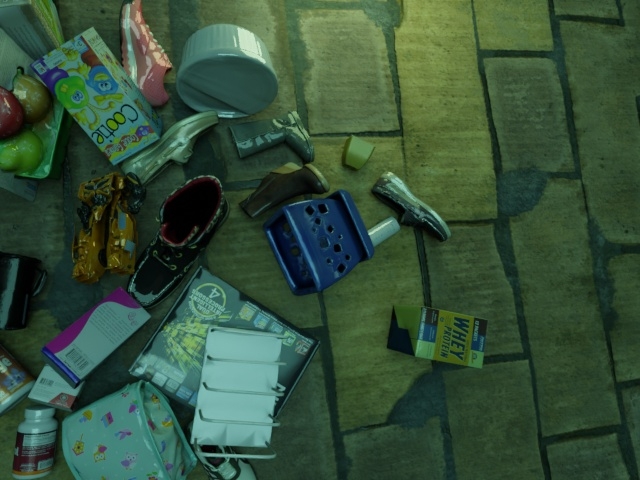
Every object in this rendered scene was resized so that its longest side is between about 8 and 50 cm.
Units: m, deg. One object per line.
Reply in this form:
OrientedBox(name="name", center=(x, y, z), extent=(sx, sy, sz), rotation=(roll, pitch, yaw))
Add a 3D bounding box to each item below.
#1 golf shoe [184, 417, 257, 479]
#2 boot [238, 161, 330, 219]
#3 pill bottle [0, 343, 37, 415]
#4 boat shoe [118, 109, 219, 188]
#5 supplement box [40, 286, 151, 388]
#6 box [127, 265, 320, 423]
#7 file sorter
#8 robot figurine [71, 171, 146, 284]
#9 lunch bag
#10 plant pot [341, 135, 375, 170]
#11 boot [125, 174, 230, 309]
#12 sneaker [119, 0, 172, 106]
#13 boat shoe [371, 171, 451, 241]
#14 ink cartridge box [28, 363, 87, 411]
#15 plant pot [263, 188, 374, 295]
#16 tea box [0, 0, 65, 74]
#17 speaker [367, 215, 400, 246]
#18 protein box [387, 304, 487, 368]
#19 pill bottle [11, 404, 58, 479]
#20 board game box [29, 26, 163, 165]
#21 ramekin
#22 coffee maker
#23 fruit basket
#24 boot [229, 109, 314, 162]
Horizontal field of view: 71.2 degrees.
OrientedBox(name="golf shoe", center=(-0.257, 0.577, 1.148), extent=(0.105, 0.120, 0.273), rotation=(-38, 94, -17))
OrientedBox(name="boot", center=(-0.103, -0.121, 1.226), extent=(0.207, 0.248, 0.090), rotation=(-42, 124, -12))
OrientedBox(name="pill bottle", center=(-0.791, 0.305, 1.051), extent=(0.121, 0.121, 0.216), rotation=(-43, 94, -15))
OrientedBox(name="boat shoe", center=(-0.399, -0.250, 1.232), extent=(0.302, 0.109, 0.098), rotation=(-35, 97, -10))
OrientedBox(name="supplement box", center=(-0.541, 0.234, 1.088), extent=(0.111, 0.114, 0.220), rotation=(46, 52, -4))
OrientedBox(name="box", center=(-0.245, 0.304, 1.197), extent=(0.394, 0.097, 0.318), rotation=(35, 78, -8))
OrientedBox(name="file sorter", center=(-0.185, 0.349, 1.056), extent=(0.192, 0.173, 0.278), rotation=(9, 74, -14))
OrientedBox(name="robot figurine", center=(-0.541, -0.046, 1.129), extent=(0.210, 0.085, 0.291), rotation=(-14, 70, 15))
OrientedBox(name="lunch bag", center=(-0.458, 0.484, 1.063), extent=(0.223, 0.160, 0.263), rotation=(-25, 92, 7))
OrientedBox(name="plant pot", center=(0.107, -0.260, 1.369), extent=(0.081, 0.081, 0.083), rotation=(24, 88, -10))
OrientedBox(name="boot", center=(-0.360, 0.005, 1.111), extent=(0.138, 0.284, 0.377), rotation=(41, 76, -5))
OrientedBox(name="sneaker", center=(-0.488, -0.520, 1.255), extent=(0.136, 0.116, 0.314), rotation=(-3, 90, -24))
OrientedBox(name="boat shoe", center=(0.275, -0.088, 1.378), extent=(0.285, 0.103, 0.092), rotation=(44, 80, -1))
OrientedBox(name="ink cartridge box", center=(-0.627, 0.336, 1.098), extent=(0.099, 0.056, 0.135), rotation=(21, 56, -10))
OrientedBox(name="plant pot", center=(0.000, 0.000, 1.233), extent=(0.212, 0.236, 0.236), rotation=(-25, 91, -22))
OrientedBox(name="tea box", center=(-0.782, -0.595, 1.065), extent=(0.219, 0.329, 0.324), rotation=(-15, 88, -15))
OrientedBox(name="speaker", center=(0.174, -0.018, 1.363), extent=(0.136, 0.055, 0.055), rotation=(-32, 91, -15))
OrientedBox(name="protein box", center=(0.329, 0.272, 1.287), extent=(0.201, 0.200, 0.136), rotation=(13, 80, -12))
OrientedBox(name="pill bottle", center=(-0.681, 0.479, 1.074), extent=(0.085, 0.086, 0.152), rotation=(4, 81, -13))
OrientedBox(name="board game box", center=(-0.538, -0.354, 1.110), extent=(0.142, 0.144, 0.275), rotation=(-29, 123, 4))
OrientedBox(name="ramekin", center=(-0.255, -0.461, 1.218), extent=(0.272, 0.273, 0.127), rotation=(-2, 71, -14))
OrientedBox(name="coffee maker", center=(-0.759, 0.120, 1.058), extent=(0.120, 0.171, 0.179), rotation=(1, 79, 14))
OrientedBox(name="fruit basket", center=(-0.728, -0.285, 1.029), extent=(0.165, 0.353, 0.328), rotation=(7, 81, 2))
OrientedBox(name="boot", center=(-0.141, -0.284, 1.312), extent=(0.208, 0.076, 0.190), rotation=(-22, 74, -22))
